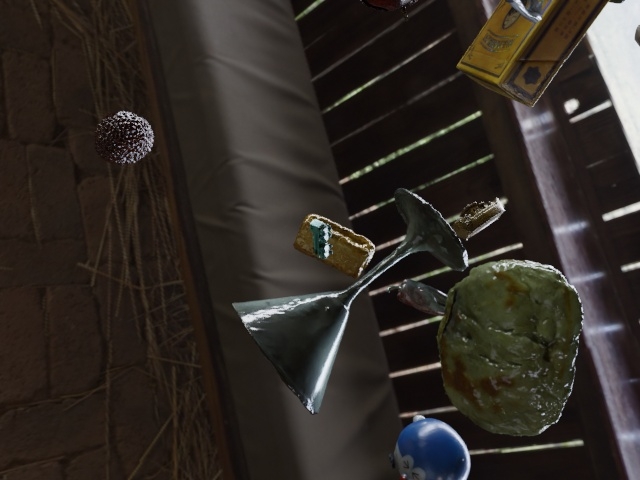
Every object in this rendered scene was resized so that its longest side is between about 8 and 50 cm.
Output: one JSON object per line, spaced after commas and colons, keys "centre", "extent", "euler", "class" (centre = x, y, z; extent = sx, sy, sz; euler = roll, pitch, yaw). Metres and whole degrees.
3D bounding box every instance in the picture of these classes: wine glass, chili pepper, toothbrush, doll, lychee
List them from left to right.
{"centre": [-0.441, -0.226, 1.267], "extent": [0.129, 0.123, 0.123], "euler": [-48, 112, -17], "class": "lychee"}
{"centre": [0.060, 0.096, 1.090], "extent": [0.406, 0.267, 0.267], "euler": [-40, 107, -7], "class": "wine glass"}
{"centre": [0.195, 0.108, 1.034], "extent": [0.153, 0.041, 0.050], "euler": [22, 78, -1], "class": "chili pepper"}
{"centre": [0.246, 0.485, 1.266], "extent": [0.215, 0.161, 0.257], "euler": [61, 1, 33], "class": "doll"}
{"centre": [0.218, -0.291, 0.666], "extent": [0.288, 0.024, 0.026], "euler": [-14, 119, -54], "class": "toothbrush"}

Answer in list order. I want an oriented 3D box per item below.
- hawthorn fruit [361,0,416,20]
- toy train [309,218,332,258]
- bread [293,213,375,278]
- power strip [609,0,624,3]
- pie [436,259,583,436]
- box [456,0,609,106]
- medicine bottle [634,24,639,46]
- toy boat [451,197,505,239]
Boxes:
{"centre": [0.112, -0.444, 0.932], "extent": [0.148, 0.148, 0.171], "euler": [-48, 123, -50], "class": "hawthorn fruit"}
{"centre": [0.000, 0.000, 1.164], "extent": [0.029, 0.045, 0.092], "euler": [-44, 147, -38], "class": "toy train"}
{"centre": [0.037, 0.012, 1.531], "extent": [0.211, 0.113, 0.083], "euler": [28, 30, 4], "class": "bread"}
{"centre": [0.547, -0.530, 1.019], "extent": [0.061, 0.145, 0.215], "euler": [-45, 140, -10], "class": "power strip"}
{"centre": [0.246, 0.147, 0.793], "extent": [0.090, 0.201, 0.247], "euler": [-2, 101, -51], "class": "pie"}
{"centre": [0.377, -0.390, 0.959], "extent": [0.084, 0.301, 0.192], "euler": [27, 18, -19], "class": "box"}
{"centre": [0.807, -0.412, 1.231], "extent": [0.052, 0.171, 0.201], "euler": [66, 10, -56], "class": "medicine bottle"}
{"centre": [0.407, -0.064, 1.486], "extent": [0.206, 0.064, 0.072], "euler": [-28, 68, -39], "class": "toy boat"}
